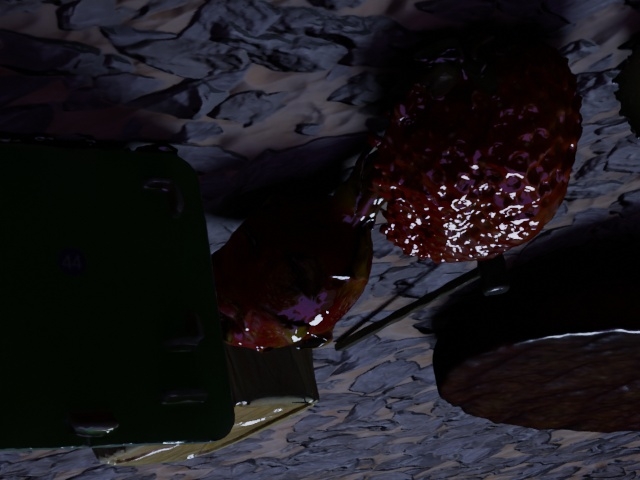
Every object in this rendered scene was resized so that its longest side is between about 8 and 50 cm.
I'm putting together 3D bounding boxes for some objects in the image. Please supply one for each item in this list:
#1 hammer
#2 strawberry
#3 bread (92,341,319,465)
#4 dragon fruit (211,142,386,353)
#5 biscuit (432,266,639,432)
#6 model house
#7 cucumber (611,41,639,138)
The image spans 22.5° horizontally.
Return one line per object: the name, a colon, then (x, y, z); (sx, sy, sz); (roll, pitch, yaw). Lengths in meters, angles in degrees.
hammer: (0.096, 0.067, 1.666); (0.029, 0.058, 0.292); (4, 158, -33)
strawberry: (0.132, -0.053, 1.239); (0.175, 0.106, 0.236); (-31, 148, -6)
bread: (-0.125, 0.151, 1.650); (0.210, 0.109, 0.192); (-28, 160, 33)
dragon fruit: (0.000, 0.000, 1.360); (0.246, 0.125, 0.125); (-51, 173, 27)
biscuit: (0.327, 0.125, 1.799); (0.407, 0.091, 0.407); (-1, 158, 0)
model house: (-0.296, 0.086, 1.238); (0.358, 0.242, 0.313); (0, 157, -34)
cucumber: (0.336, -0.075, 1.377); (0.096, 0.096, 0.359); (-21, 159, 19)
